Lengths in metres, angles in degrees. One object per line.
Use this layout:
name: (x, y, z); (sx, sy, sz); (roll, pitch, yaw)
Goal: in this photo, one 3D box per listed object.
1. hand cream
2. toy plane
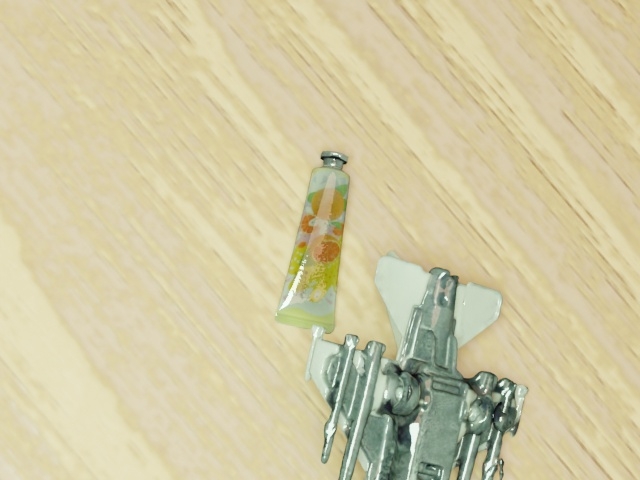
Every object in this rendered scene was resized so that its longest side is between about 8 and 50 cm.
hand cream: (0.000, 0.000, 1.024); (0.035, 0.022, 0.102); (14, 78, -15)
toy plane: (0.050, 0.112, 0.977); (0.160, 0.082, 0.234); (18, 70, -36)
